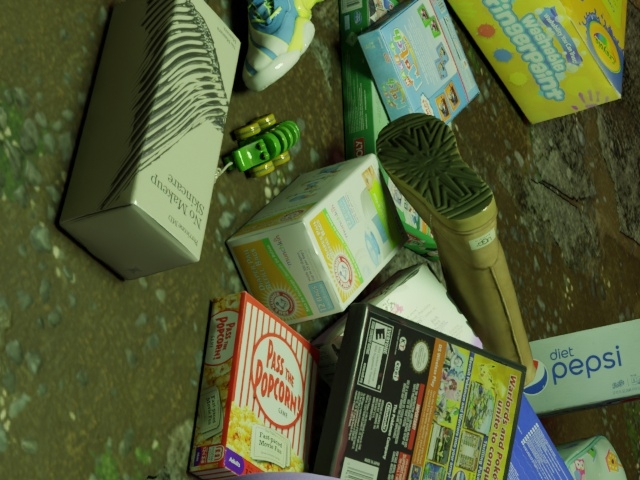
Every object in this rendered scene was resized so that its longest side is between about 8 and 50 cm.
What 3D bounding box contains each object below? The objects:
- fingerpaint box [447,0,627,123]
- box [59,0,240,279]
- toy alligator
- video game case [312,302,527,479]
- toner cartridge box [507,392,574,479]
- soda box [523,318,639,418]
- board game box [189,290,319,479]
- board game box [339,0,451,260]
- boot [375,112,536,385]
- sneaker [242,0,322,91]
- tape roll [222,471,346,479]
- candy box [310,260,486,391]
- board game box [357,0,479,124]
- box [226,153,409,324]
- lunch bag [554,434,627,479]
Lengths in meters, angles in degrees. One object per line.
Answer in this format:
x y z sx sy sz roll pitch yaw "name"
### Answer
0.300 -0.464 2.404 0.445 0.163 0.371 49 39 -38 "fingerpaint box"
-0.160 -0.108 1.544 0.113 0.094 0.275 43 43 -43 "box"
-0.066 -0.099 1.741 0.189 0.051 0.056 -38 110 -58 "toy alligator"
0.103 0.233 1.704 0.248 0.035 0.275 23 72 -35 "video game case"
0.205 0.257 1.949 0.348 0.075 0.165 60 36 -5 "toner cartridge box"
0.340 0.170 2.078 0.091 0.286 0.098 12 67 -57 "soda box"
-0.064 0.171 1.636 0.147 0.045 0.193 41 45 -46 "board game box"
0.103 -0.153 2.057 0.213 0.046 0.317 28 54 -53 "board game box"
0.156 0.014 1.857 0.236 0.089 0.269 -118 -174 -49 "boot"
-0.065 -0.274 1.809 0.126 0.091 0.240 41 42 -18 "sneaker"
-0.005 0.323 1.442 0.275 0.274 0.090 52 38 -35 "tape roll"
0.103 0.151 1.801 0.165 0.070 0.196 -38 99 -29 "candy box"
0.129 -0.224 2.046 0.211 0.039 0.160 -46 116 -57 "board game box"
0.000 0.000 1.759 0.203 0.103 0.114 -43 114 -57 "box"
0.348 0.410 2.171 0.224 0.108 0.279 -17 92 -57 "lunch bag"
